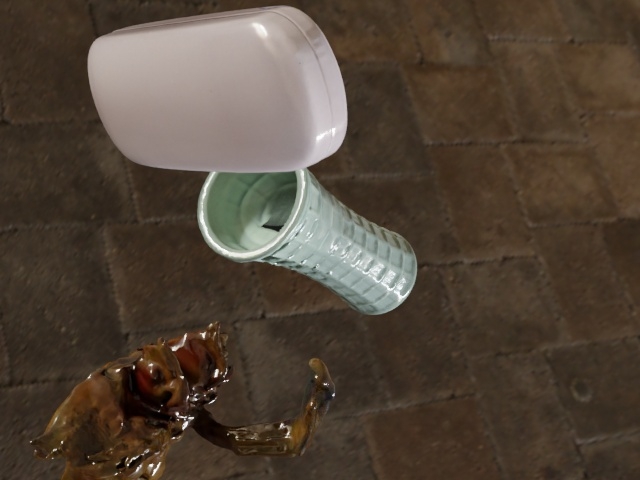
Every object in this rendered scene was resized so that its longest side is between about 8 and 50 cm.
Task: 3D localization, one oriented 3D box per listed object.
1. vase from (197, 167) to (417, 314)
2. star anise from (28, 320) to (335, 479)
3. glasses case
[{"bbox_3d":[0.000,0.000,1.379,0.299,0.143,0.143,31,46,-53],"label":"vase"},{"bbox_3d":[-0.134,0.161,1.121,0.237,0.346,0.148,-21,93,-63],"label":"star anise"},{"bbox_3d":[-0.088,-0.113,0.900,0.075,0.297,0.113,-26,111,-33],"label":"glasses case"}]
